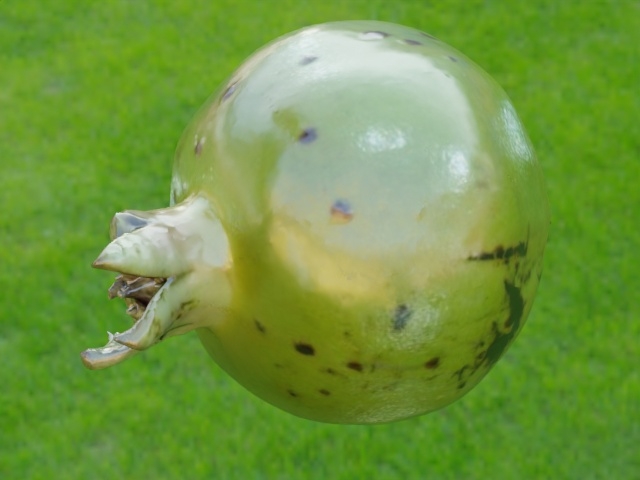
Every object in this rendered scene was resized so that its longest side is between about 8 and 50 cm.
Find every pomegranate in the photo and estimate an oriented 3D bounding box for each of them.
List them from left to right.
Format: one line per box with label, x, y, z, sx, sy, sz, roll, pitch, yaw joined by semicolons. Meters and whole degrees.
pomegranate;0.000;0.000;1.101;0.341;0.260;0.260;-21;36;-33
